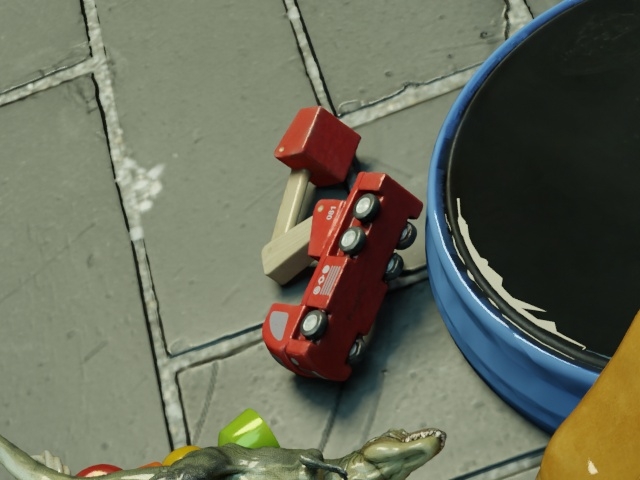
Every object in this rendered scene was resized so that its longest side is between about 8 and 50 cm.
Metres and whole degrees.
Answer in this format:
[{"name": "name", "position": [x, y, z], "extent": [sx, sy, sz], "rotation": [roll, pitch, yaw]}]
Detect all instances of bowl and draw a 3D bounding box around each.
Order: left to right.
[{"name": "bowl", "position": [0.256, -0.036, 0.961], "extent": [0.391, 0.077, 0.391], "rotation": [-10, 51, 12]}]

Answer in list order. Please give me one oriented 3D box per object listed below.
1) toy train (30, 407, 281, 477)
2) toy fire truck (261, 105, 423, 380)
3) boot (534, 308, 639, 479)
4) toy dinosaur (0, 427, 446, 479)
[{"name": "toy train", "position": [-0.086, 0.152, 0.922], "extent": [0.143, 0.105, 0.248], "rotation": [-33, 48, -22]}, {"name": "toy fire truck", "position": [0.000, 0.000, 1.028], "extent": [0.135, 0.047, 0.192], "rotation": [5, 66, 51]}, {"name": "boot", "position": [0.217, 0.167, 0.737], "extent": [0.295, 0.104, 0.211], "rotation": [43, 111, 45]}, {"name": "toy dinosaur", "position": [-0.063, 0.143, 0.815], "extent": [0.268, 0.064, 0.118], "rotation": [1, 22, -2]}]
